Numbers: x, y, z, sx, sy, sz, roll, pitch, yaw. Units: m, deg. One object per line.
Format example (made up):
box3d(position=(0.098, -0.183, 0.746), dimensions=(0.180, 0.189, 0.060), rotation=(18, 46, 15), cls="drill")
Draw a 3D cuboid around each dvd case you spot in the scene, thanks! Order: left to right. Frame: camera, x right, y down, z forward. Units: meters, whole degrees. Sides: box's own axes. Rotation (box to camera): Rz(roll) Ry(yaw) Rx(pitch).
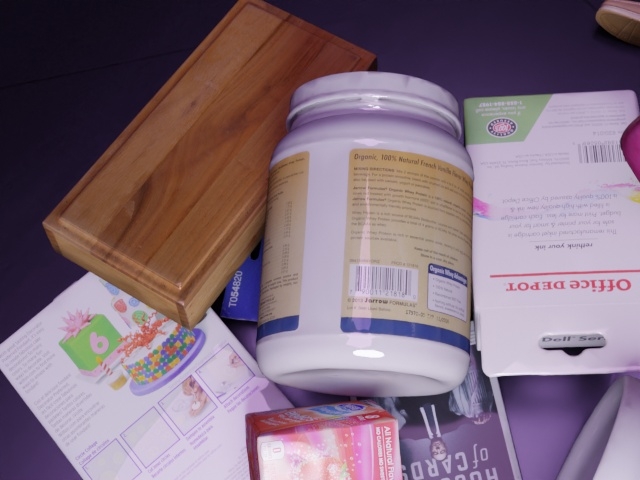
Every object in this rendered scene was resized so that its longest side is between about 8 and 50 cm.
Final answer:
box3d(position=(0.133, 0.226, 1.312), dimensions=(0.179, 0.029, 0.239), rotation=(-13, 73, 3), cls="dvd case")

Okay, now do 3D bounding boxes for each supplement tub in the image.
box3d(position=(0.052, -0.001, 1.210), dimensions=(0.228, 0.228, 0.316), rotation=(2, 74, 7), cls="supplement tub")

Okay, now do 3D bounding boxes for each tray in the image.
box3d(position=(-0.123, -0.110, 1.352), dimensions=(0.202, 0.076, 0.411), rotation=(28, 65, 17), cls="tray")

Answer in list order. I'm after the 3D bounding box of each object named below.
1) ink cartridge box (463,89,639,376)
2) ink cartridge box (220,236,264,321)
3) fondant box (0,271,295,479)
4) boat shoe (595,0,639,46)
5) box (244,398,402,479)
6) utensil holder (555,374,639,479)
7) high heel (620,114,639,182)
box3d(position=(0.272, 0.008, 1.273), dimensions=(0.207, 0.119, 0.354), rotation=(-2, 61, 7), cls="ink cartridge box")
box3d(position=(0.000, 0.000, 1.367), dimensions=(0.224, 0.045, 0.223), rotation=(5, 68, 8), cls="ink cartridge box")
box3d(position=(-0.196, 0.187, 1.328), dimensions=(0.238, 0.096, 0.330), rotation=(-40, 75, -6), cls="fondant box")
box3d(position=(0.432, -0.276, 1.400), dimensions=(0.170, 0.063, 0.059), rotation=(18, 75, 2), cls="boat shoe")
box3d(position=(0.012, 0.333, 1.186), dimensions=(0.154, 0.142, 0.300), rotation=(-5, 92, -9), cls="box")
box3d(position=(0.407, 0.359, 1.095), dimensions=(0.385, 0.327, 0.328), rotation=(25, 79, 10), cls="utensil holder")
box3d(position=(0.421, -0.025, 1.171), dimensions=(0.127, 0.377, 0.181), rotation=(-25, 65, 23), cls="high heel")
